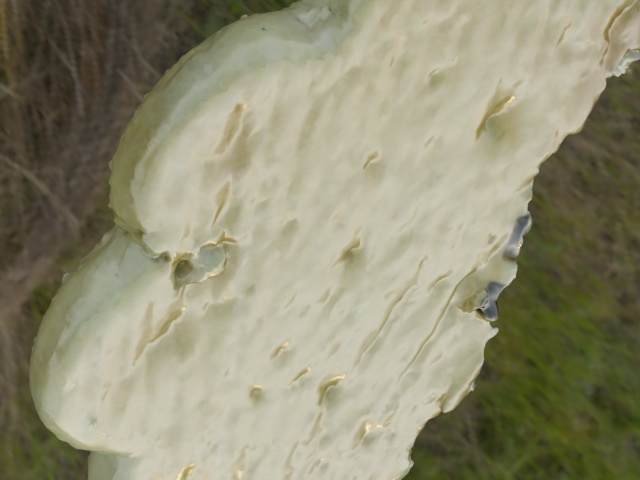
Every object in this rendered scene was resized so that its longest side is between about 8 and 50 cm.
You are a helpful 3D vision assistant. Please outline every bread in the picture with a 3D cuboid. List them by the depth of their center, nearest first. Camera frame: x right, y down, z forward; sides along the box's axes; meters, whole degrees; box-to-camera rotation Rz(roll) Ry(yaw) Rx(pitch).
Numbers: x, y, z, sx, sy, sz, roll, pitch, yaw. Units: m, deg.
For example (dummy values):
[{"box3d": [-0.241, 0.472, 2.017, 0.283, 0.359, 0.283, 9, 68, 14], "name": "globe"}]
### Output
[{"box3d": [0.000, 0.000, 0.535, 0.181, 0.039, 0.251, 3, 126, -38], "name": "bread"}]
